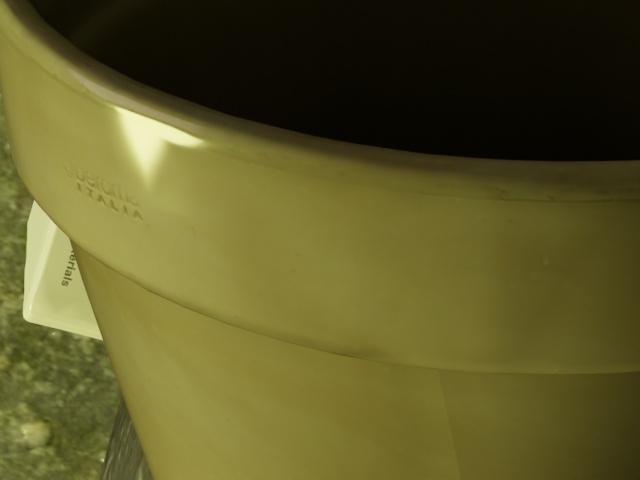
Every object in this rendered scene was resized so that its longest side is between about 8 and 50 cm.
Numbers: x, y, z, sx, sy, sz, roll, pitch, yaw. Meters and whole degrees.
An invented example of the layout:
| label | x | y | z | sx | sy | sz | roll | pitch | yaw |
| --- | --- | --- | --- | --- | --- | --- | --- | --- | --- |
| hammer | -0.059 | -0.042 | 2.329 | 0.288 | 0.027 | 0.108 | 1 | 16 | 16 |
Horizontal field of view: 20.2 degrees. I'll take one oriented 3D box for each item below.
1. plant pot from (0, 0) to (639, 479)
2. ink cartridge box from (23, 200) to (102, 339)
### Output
| label | x | y | z | sx | sy | sz | roll | pitch | yaw |
| --- | --- | --- | --- | --- | --- | --- | --- | --- | --- |
| plant pot | 0.054 | 0.025 | 0.630 | 0.323 | 0.323 | 0.280 | -98 | 9 | -61 |
| ink cartridge box | 0.000 | 0.000 | 0.889 | 0.198 | 0.272 | 0.115 | -124 | 51 | -74 |
